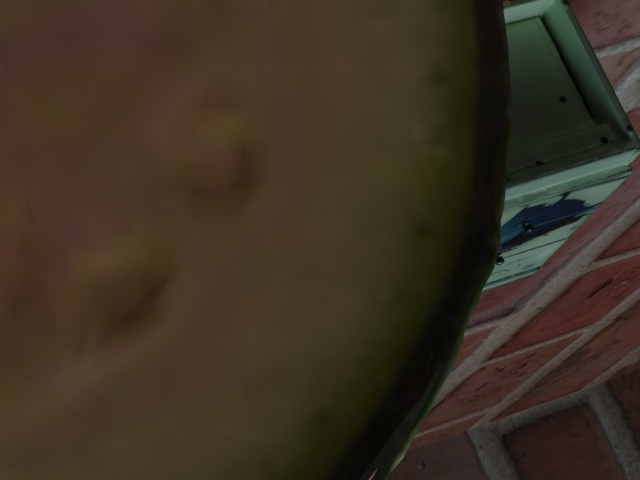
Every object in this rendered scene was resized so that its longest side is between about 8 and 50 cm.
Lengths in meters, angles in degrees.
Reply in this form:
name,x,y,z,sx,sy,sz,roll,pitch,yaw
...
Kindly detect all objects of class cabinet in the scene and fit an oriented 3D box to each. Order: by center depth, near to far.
name,x,y,z,sx,sy,sz,roll,pitch,yaw
cabinet,0.107,-0.057,1.440,0.145,0.150,0.206,-17,163,-23

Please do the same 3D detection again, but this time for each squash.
name,x,y,z,sx,sy,sz,roll,pitch,yaw
squash,-0.108,-0.039,0.584,0.263,0.263,0.384,-23,-173,-3

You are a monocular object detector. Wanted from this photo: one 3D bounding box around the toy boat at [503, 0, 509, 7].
name,x,y,z,sx,sy,sz,roll,pitch,yaw
toy boat,0.079,-0.158,1.206,0.064,0.072,0.206,-15,164,-34
